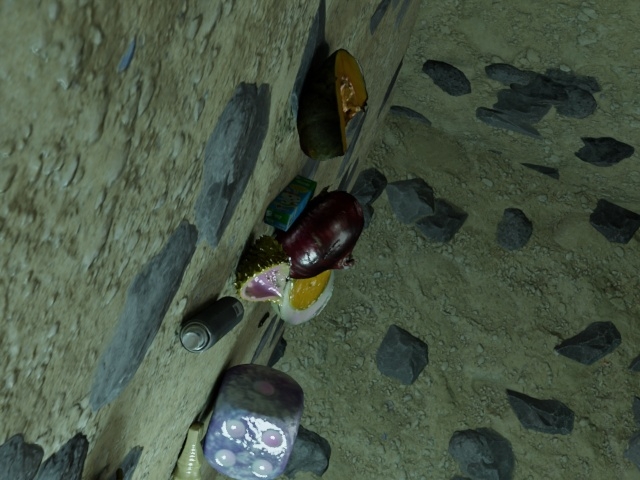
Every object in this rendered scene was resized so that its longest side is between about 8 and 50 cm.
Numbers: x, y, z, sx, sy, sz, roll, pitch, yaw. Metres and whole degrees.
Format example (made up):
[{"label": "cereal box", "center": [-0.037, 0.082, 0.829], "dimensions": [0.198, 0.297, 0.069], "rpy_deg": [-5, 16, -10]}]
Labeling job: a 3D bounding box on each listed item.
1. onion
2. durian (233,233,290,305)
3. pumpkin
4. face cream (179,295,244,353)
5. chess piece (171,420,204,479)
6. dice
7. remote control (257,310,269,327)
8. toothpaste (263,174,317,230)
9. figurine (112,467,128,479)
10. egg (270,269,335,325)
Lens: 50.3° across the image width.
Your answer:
[{"label": "onion", "center": [0.000, 0.000, 1.963], "dimensions": [0.314, 0.232, 0.314], "rpy_deg": [-38, 178, -2]}, {"label": "durian", "center": [-0.134, 0.075, 1.663], "dimensions": [0.182, 0.132, 0.165], "rpy_deg": [55, 52, -80]}, {"label": "pumpkin", "center": [0.002, -0.311, 1.504], "dimensions": [0.312, 0.148, 0.169], "rpy_deg": [-73, 144, -54]}, {"label": "face cream", "center": [-0.229, 0.177, 1.435], "dimensions": [0.283, 0.073, 0.073], "rpy_deg": [-35, 149, -81]}, {"label": "chess piece", "center": [-0.385, 0.641, 2.032], "dimensions": [0.090, 0.090, 0.200], "rpy_deg": [-39, 141, -80]}, {"label": "dice", "center": [-0.212, 0.575, 2.166], "dimensions": [0.270, 0.270, 0.271], "rpy_deg": [-83, -169, -67]}, {"label": "remote control", "center": [-0.212, 0.300, 2.569], "dimensions": [0.034, 0.016, 0.091], "rpy_deg": [-63, 176, 26]}, {"label": "toothpaste", "center": [-0.076, -0.104, 1.807], "dimensions": [0.266, 0.065, 0.050], "rpy_deg": [-56, 165, -62]}, {"label": "figurine", "center": [-0.371, 0.534, 1.250], "dimensions": [0.263, 0.142, 0.189], "rpy_deg": [109, -16, -48]}, {"label": "egg", "center": [-0.092, 0.135, 2.262], "dimensions": [0.286, 0.174, 0.264], "rpy_deg": [15, 99, -61]}]
